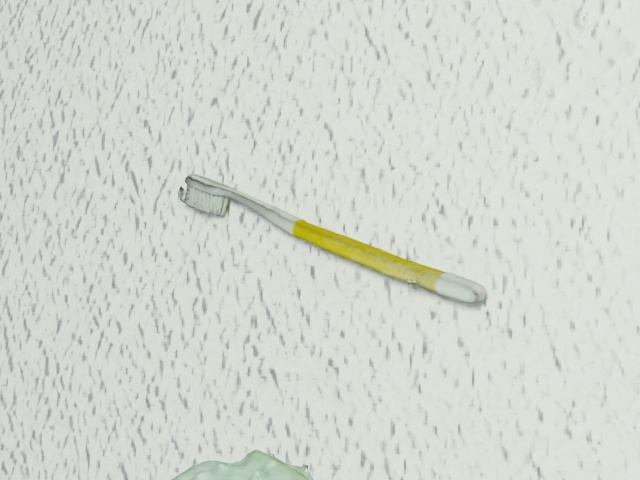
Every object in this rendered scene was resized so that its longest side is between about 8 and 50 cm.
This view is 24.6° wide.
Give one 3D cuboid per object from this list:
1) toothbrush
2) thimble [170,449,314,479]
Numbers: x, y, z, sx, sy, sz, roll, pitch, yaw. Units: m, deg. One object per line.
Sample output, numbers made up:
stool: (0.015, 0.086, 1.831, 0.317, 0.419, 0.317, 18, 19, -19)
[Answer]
toothbrush: (0.000, 0.000, 1.043, 0.288, 0.021, 0.024, 21, 102, 39)
thimble: (-0.043, 0.261, 0.883, 0.172, 0.205, 0.250, 32, 103, 38)
